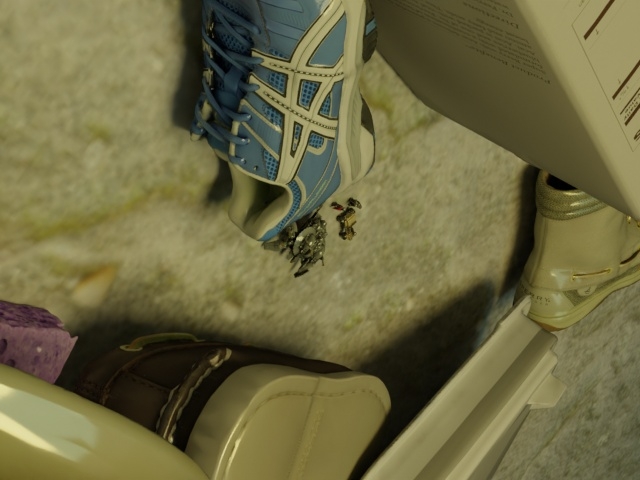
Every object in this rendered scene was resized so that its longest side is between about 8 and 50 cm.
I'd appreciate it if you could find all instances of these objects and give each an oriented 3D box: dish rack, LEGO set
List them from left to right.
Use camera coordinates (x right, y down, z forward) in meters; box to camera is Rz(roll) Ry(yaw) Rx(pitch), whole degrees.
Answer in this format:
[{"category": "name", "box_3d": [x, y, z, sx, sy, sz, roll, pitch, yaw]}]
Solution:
[{"category": "LEGO set", "box_3d": [0.001, -0.002, 0.698, 0.083, 0.023, 0.054, -35, 142, -32]}, {"category": "dish rack", "box_3d": [0.084, 0.217, 0.878, 0.333, 0.072, 0.285, -35, 153, -49]}]

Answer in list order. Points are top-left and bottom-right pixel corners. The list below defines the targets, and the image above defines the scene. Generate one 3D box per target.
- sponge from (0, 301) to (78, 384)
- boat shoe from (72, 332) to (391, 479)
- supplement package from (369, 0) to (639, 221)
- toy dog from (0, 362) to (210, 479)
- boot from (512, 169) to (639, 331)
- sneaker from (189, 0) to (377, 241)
[{"category": "sponge", "box_3d": [-0.207, 0.072, 0.470, 0.117, 0.031, 0.210, -60, 150, 6]}, {"category": "boat shoe", "box_3d": [-0.037, 0.119, 0.678, 0.116, 0.097, 0.324, -69, 160, -5]}, {"category": "supplement package", "box_3d": [0.115, -0.163, 0.566, 0.175, 0.177, 0.293, -56, 149, -1]}, {"category": "toy dog", "box_3d": [-0.159, 0.293, 0.496, 0.395, 0.284, 0.408, 21, 124, -45]}, {"category": "boot", "box_3d": [0.252, -0.034, 0.973, 0.213, 0.077, 0.165, -34, 139, -33]}, {"category": "sneaker", "box_3d": [-0.023, -0.077, 0.545, 0.081, 0.080, 0.211, -46, 146, -22]}]
